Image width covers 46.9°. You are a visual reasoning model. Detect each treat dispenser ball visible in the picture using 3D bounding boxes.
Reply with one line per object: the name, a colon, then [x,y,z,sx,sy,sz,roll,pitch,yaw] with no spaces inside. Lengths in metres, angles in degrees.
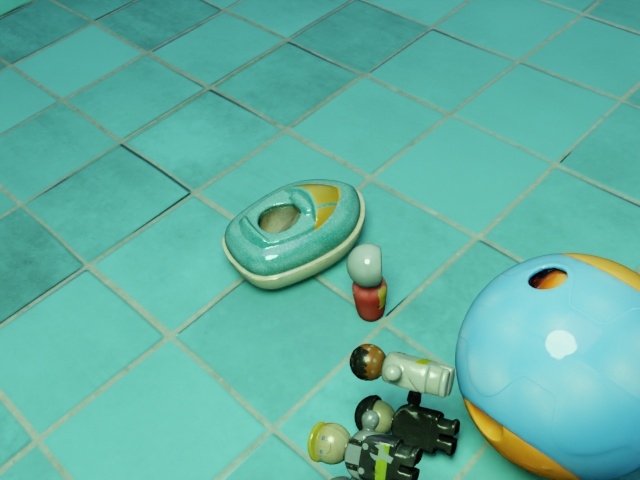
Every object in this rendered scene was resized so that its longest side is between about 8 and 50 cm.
treat dispenser ball: [0.318,0.159,0.943,0.288,0.288,0.288,-4,46,4]

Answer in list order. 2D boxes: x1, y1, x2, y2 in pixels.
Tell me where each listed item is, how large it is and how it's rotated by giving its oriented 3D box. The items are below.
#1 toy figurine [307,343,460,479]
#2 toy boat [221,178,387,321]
toy figurine: [0.080,0.252,0.943,0.148,0.210,0.213,10,48,24]
toy boat: [0.000,0.000,1.234,0.267,0.148,0.318,-33,51,-22]
